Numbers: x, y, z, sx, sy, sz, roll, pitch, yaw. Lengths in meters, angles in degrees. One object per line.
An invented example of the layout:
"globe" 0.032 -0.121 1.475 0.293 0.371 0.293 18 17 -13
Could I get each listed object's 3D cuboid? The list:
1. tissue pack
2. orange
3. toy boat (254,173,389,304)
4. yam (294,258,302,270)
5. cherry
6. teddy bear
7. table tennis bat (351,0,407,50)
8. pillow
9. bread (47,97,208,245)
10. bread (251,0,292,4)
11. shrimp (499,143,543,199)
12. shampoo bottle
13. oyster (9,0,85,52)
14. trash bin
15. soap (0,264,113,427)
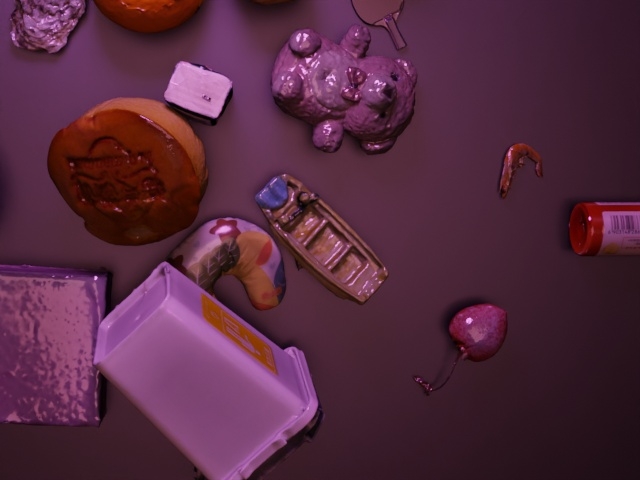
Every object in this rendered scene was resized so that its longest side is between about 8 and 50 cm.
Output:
"tissue pack" -0.210 -0.255 1.571 0.103 0.170 0.090 22 90 -7
"orange" -0.295 -0.463 1.531 0.219 0.193 0.219 -5 106 -18
"toy boat" -0.002 0.000 1.649 0.276 0.084 0.111 43 76 1
"yam" 0.016 0.026 1.702 0.129 0.033 0.027 -16 71 -9
"cherry" 0.264 0.201 1.720 0.225 0.090 0.107 -39 111 8
"teddy bear" 0.042 -0.268 1.610 0.267 0.151 0.236 21 87 -3
"table tennis bat" 0.116 -0.427 1.667 0.095 0.014 0.158 -28 97 -4
"pillow" -0.179 0.071 1.662 0.233 0.086 0.214 -36 109 -4
"bread" -0.323 -0.118 1.541 0.270 0.148 0.270 6 124 8
"bread" -0.106 -0.502 1.530 0.139 0.240 0.240 -36 99 9
"shrimp" 0.385 -0.127 1.726 0.083 0.023 0.114 17 90 -10
"shampoo bottle" 0.626 -0.022 1.721 0.278 0.104 0.104 0 96 -6
"oyster" -0.477 -0.416 1.582 0.125 0.064 0.177 17 96 -12
"trash bin" -0.213 0.249 1.556 0.296 0.256 0.367 -42 112 8
"soap" -0.529 0.185 1.618 0.296 0.107 0.285 5 96 -7
